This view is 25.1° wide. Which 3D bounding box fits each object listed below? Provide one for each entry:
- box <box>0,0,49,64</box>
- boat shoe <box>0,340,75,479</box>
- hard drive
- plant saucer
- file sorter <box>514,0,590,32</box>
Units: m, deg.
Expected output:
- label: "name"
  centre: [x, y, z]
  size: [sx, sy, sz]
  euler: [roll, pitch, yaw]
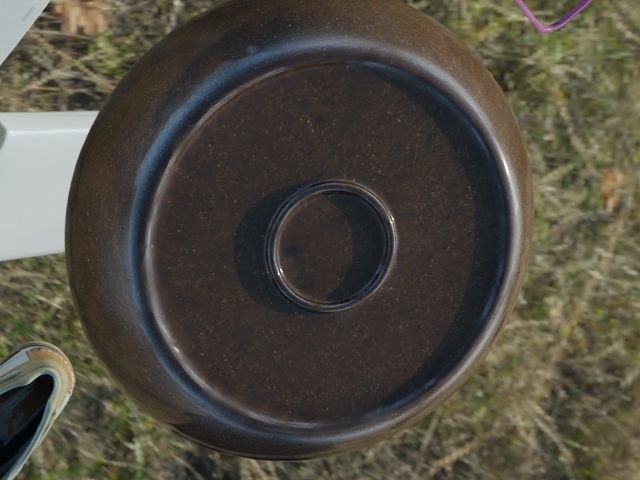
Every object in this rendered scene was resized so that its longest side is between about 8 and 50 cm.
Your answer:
- label: "box"
  centre: [-0.380, -0.220, 1.307]
  size: [0.182, 0.119, 0.181]
  euler: [-49, 135, 11]
- label: "boat shoe"
  centre: [-0.381, 0.230, 1.519]
  size: [0.113, 0.103, 0.302]
  euler: [41, 86, -10]
- label: "hard drive"
  centre: [-0.288, -0.059, 1.581]
  size: [0.203, 0.040, 0.307]
  euler: [-51, 158, 26]
- label: "plant saucer"
  centre: [0.000, 0.000, 0.484]
  size: [0.168, 0.029, 0.169]
  euler: [-4, 105, -16]
- label: "file sorter"
  centre: [0.207, -0.401, 1.572]
  size: [0.182, 0.291, 0.202]
  euler: [-41, 156, 9]
